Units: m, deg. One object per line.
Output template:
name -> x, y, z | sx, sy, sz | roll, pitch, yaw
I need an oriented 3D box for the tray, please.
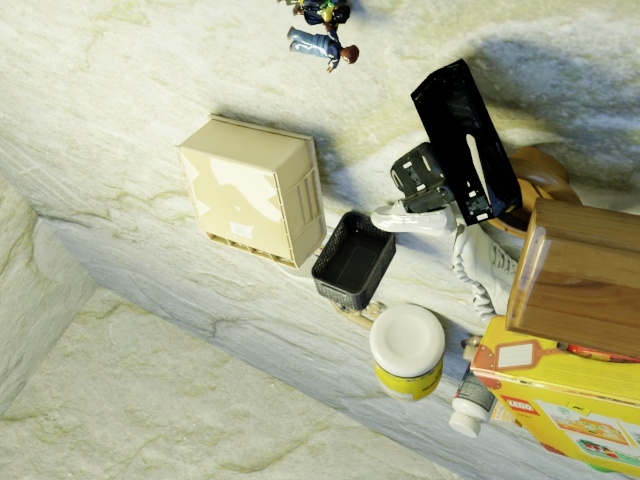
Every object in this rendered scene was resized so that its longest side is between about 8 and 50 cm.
tray -> 0.482, 0.079, 0.873 | 0.410, 0.076, 0.203 | 12, 130, 13

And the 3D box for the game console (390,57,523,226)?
game console -> 0.178, -0.121, 0.981 | 0.361, 0.043, 0.213 | 155, 92, -78

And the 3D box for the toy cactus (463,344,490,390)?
toy cactus -> 0.430, 0.305, 1.530 | 0.180, 0.112, 0.219 | 18, 158, 4

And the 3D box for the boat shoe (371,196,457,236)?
boat shoe -> 0.170, -0.051, 1.205 | 0.184, 0.066, 0.063 | 15, 133, 45

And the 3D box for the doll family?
doll family -> 0.000, -0.314, 0.868 | 0.111, 0.076, 0.193 | 17, 158, 21

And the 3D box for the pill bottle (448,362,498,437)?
pill bottle -> 0.416, 0.427, 1.714 | 0.107, 0.180, 0.108 | 26, 156, 12

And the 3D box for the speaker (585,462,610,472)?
speaker -> 0.699, 0.488, 1.515 | 0.131, 0.131, 0.296 | 24, 167, 16

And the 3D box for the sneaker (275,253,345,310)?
sneaker -> -0.009, 0.100, 1.681 | 0.255, 0.094, 0.151 | 23, 159, 21

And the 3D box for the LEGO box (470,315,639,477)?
LEGO box -> 0.605, 0.298, 1.206 | 0.500, 0.193, 0.372 | 2, 143, 49

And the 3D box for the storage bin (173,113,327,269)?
storage bin -> -0.137, -0.096, 1.314 | 0.262, 0.123, 0.261 | 17, 136, 28

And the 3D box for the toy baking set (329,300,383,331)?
toy baking set -> 0.106, 0.192, 1.816 | 0.256, 0.030, 0.197 | 24, 153, 15

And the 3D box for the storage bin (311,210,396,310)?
storage bin -> 0.073, 0.042, 1.353 | 0.122, 0.180, 0.084 | 21, 155, 21

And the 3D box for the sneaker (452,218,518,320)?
sneaker -> 0.326, 0.054, 1.190 | 0.118, 0.110, 0.292 | 0, 149, 32

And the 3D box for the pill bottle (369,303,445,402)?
pill bottle -> 0.234, 0.318, 1.707 | 0.187, 0.188, 0.334 | 22, 156, 20

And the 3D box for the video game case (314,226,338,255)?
video game case -> 0.000, 0.000, 1.564 | 0.157, 0.019, 0.143 | 21, 155, 21

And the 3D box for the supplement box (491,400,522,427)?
supplement box -> 0.549, 0.505, 1.861 | 0.036, 0.062, 0.098 | 39, 155, -21

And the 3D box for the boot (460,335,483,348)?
boot -> 0.410, 0.274, 1.598 | 0.086, 0.042, 0.118 | -10, 145, 43

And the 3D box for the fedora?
fedora -> 0.313, -0.076, 0.951 | 0.194, 0.079, 0.194 | 25, 157, 12
